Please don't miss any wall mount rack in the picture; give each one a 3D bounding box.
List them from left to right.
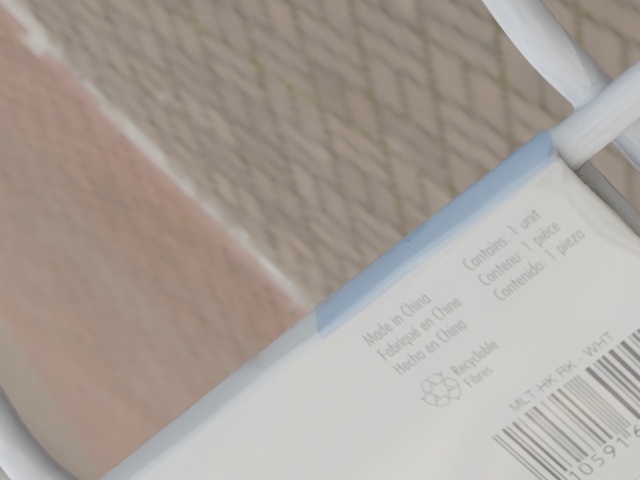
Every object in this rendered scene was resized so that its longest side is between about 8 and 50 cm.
[{"bbox_3d":[0.000,0.000,0.581,0.304,0.350,0.130,42,-159,-24],"label":"wall mount rack"}]
